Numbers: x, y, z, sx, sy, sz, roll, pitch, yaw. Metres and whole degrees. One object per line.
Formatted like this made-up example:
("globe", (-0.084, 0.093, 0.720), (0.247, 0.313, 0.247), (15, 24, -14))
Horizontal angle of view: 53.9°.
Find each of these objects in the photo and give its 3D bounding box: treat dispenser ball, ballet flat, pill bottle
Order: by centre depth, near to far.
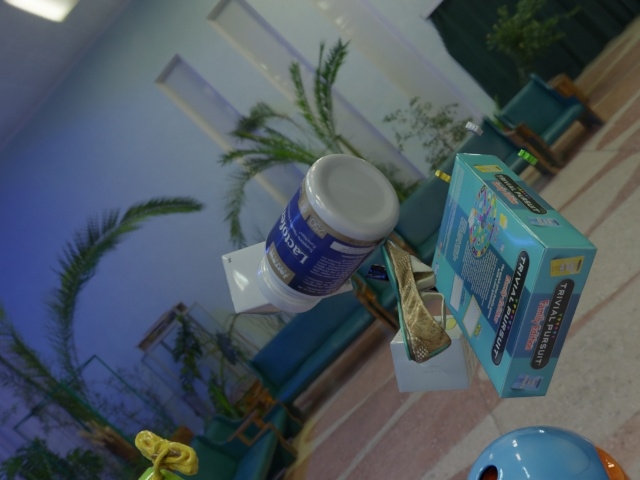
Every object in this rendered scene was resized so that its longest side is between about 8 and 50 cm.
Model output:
("ballet flat", (0.131, 0.075, 0.857), (0.067, 0.073, 0.206), (-15, 47, 5))
("pill bottle", (0.000, 0.000, 1.005), (0.153, 0.153, 0.265), (-49, -3, -44))
("treat dispenser ball", (0.384, 0.460, 1.055), (0.288, 0.288, 0.288), (-47, 2, 2))

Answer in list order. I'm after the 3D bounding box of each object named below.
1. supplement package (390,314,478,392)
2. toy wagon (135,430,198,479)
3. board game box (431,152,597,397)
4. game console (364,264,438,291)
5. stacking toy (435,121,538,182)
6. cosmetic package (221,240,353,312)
("supplement package", (0.321, 0.309, 1.747), (0.194, 0.149, 0.203), (-8, 9, 22))
("toy wagon", (-0.111, 0.318, 0.594), (0.267, 0.344, 0.068), (8, 40, 30))
("board game box", (0.284, 0.040, 1.008), (0.336, 0.079, 0.254), (-109, 22, -59))
("game console", (0.268, 0.101, 1.498), (0.361, 0.213, 0.044), (180, 102, -70))
("stacking toy", (0.435, -0.191, 1.659), (0.167, 0.221, 0.052), (-60, -23, 10))
("cosmetic package", (-0.067, 0.075, 1.424), (0.224, 0.138, 0.224), (-19, -13, 11))
